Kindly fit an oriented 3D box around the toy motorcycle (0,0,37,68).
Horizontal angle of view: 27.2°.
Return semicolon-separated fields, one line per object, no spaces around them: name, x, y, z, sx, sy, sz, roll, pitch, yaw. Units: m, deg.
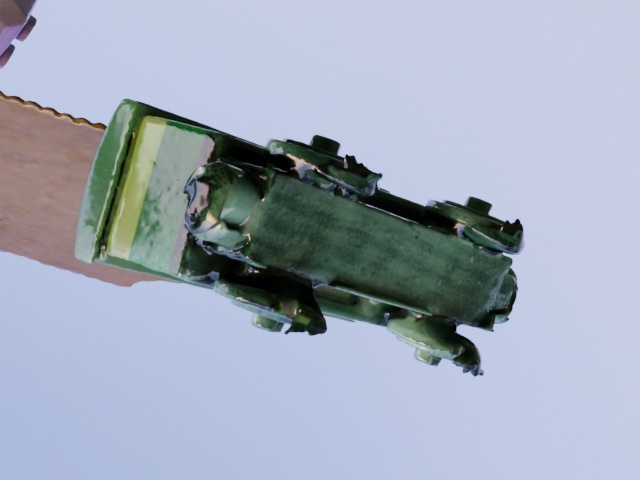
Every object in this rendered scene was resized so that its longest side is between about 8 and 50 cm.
toy motorcycle;-0.212;-0.239;1.023;0.188;0.327;0.143;33;-141;-19

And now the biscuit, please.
biscuit;-0.207;-0.034;1.095;0.237;0.232;0.013;18;-124;-10

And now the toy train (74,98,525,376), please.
toy train;0.000;0.000;0.887;0.301;0.120;0.202;16;180;-45
